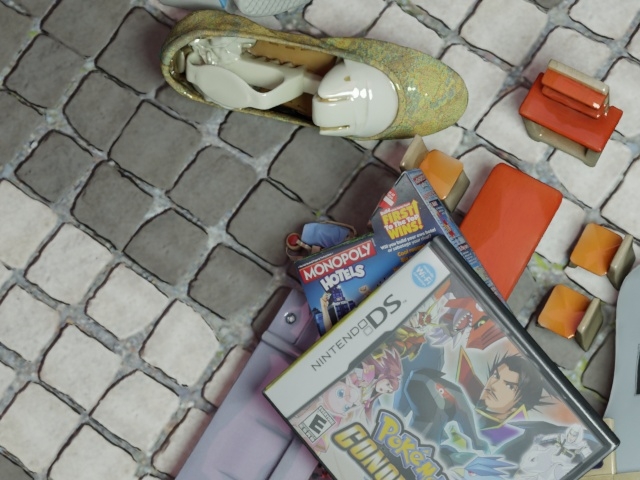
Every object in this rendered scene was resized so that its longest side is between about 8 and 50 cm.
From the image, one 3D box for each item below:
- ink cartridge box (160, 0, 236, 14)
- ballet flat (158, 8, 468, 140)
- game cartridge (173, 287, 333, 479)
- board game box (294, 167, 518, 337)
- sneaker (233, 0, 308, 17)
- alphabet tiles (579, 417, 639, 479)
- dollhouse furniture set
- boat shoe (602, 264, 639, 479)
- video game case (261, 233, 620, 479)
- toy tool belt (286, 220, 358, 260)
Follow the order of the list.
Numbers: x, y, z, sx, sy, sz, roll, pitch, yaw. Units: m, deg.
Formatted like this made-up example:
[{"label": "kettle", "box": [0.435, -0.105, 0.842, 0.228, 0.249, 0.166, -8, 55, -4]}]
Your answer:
[{"label": "ink cartridge box", "box": [-0.129, -0.340, 2.138, 0.090, 0.092, 0.143, 15, 78, 12]}, {"label": "ballet flat", "box": [-0.017, -0.169, 2.054, 0.348, 0.123, 0.123, 15, 78, 15]}, {"label": "game cartridge", "box": [-0.023, 0.254, 1.975, 0.230, 0.068, 0.355, 28, 81, 19]}, {"label": "board game box", "box": [0.082, 0.034, 1.932, 0.194, 0.060, 0.194, -19, 89, 19]}, {"label": "sneaker", "box": [-0.018, -0.378, 2.134, 0.282, 0.102, 0.161, -38, 69, -14]}, {"label": "alphabet tiles", "box": [0.223, 0.353, 1.865, 0.285, 0.011, 0.342, -11, 71, 33]}, {"label": "dollhouse furniture set", "box": [0.212, -0.048, 1.979, 0.262, 0.135, 0.259, 27, 80, 15]}, {"label": "boat shoe", "box": [0.346, 0.177, 1.911, 0.113, 0.105, 0.306, -12, 61, 38]}, {"label": "video game case", "box": [0.117, 0.176, 1.881, 0.248, 0.035, 0.275, -42, 82, 15]}, {"label": "toy tool belt", "box": [0.000, 0.000, 2.043, 0.083, 0.051, 0.052, 8, 76, 11]}]
